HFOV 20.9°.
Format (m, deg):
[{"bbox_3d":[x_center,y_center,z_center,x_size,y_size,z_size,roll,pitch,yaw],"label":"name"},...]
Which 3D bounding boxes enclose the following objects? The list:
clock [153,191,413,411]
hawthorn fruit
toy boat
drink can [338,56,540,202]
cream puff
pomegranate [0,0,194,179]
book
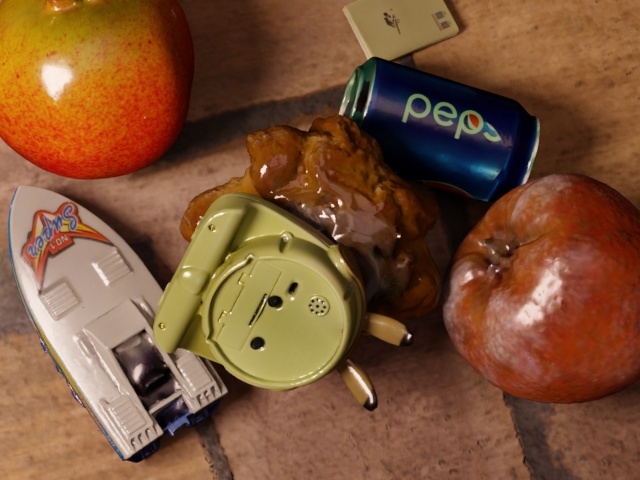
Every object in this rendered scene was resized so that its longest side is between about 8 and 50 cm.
[{"bbox_3d":[-0.030,0.069,1.653,0.232,0.069,0.170,26,110,-4],"label":"clock"},{"bbox_3d":[0.259,0.046,1.761,0.263,0.235,0.231,-5,74,-16],"label":"hawthorn fruit"},{"bbox_3d":[-0.220,0.068,1.720,0.129,0.088,0.295,-32,85,-18],"label":"toy boat"},{"bbox_3d":[0.123,-0.114,1.835,0.204,0.118,0.118,15,72,-7],"label":"drink can"},{"bbox_3d":[0.000,0.000,1.738,0.269,0.155,0.241,27,105,-11],"label":"cream puff"},{"bbox_3d":[-0.230,-0.183,1.705,0.220,0.257,0.221,-3,35,2],"label":"pomegranate"},{"bbox_3d":[0.088,-0.242,1.915,0.111,0.014,0.077,-24,80,-18],"label":"book"}]
